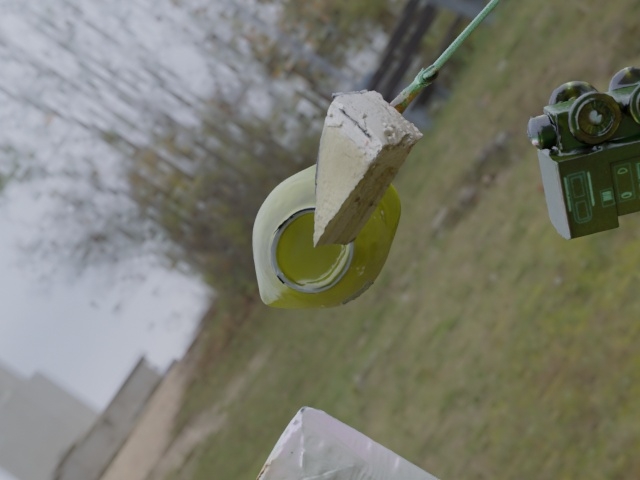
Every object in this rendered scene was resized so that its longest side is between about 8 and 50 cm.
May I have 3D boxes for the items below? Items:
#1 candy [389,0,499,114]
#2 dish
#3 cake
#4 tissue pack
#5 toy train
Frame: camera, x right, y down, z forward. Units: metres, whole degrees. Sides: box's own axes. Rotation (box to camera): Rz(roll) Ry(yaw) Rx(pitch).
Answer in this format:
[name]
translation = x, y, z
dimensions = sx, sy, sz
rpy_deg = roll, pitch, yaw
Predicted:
[candy]
translation = 0.132, -0.200, 2.269
dimensions = 0.288, 0.084, 0.078
rpy_deg = -46, 28, -9
[dish]
translation = 0.000, 0.000, 1.916
dimensions = 0.208, 0.149, 0.080
rpy_deg = -52, 0, 15
[cake]
translation = 0.027, -0.040, 1.280
dimensions = 0.052, 0.065, 0.121
rpy_deg = -18, -51, -41
[tissue pack]
translation = 0.014, 0.269, 1.572
dimensions = 0.124, 0.185, 0.225
rpy_deg = -55, -4, -32
[toy train]
translation = 0.308, -0.092, 1.673
dimensions = 0.225, 0.137, 0.090
rpy_deg = -13, 15, -5
